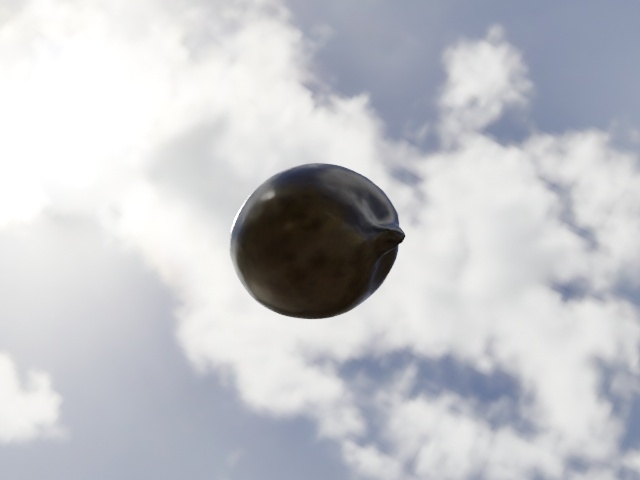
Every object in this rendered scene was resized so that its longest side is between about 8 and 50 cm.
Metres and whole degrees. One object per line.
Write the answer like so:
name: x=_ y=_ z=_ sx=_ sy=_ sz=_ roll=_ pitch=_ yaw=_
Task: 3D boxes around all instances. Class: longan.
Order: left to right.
longan: x=0.000 y=0.000 z=1.035 sx=0.113 sy=0.113 sz=0.092 roll=-7 pitch=-90 yaw=41
